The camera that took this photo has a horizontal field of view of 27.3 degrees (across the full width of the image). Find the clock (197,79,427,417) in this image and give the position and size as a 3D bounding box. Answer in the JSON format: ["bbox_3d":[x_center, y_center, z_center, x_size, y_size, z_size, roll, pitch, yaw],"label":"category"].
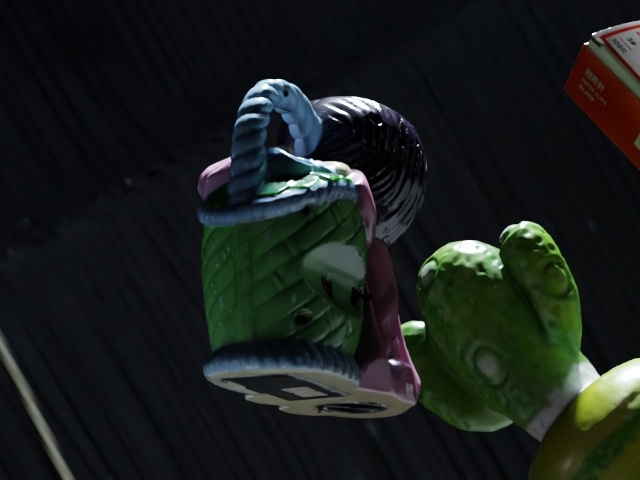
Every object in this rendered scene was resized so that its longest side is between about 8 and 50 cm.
[{"bbox_3d":[0.000,0.000,0.791,0.100,0.196,0.194,-6,-19,25],"label":"clock"}]

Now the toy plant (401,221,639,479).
[{"bbox_3d":[0.201,0.122,1.204,0.184,0.316,0.224,-16,-41,-47],"label":"toy plant"}]

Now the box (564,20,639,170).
[{"bbox_3d":[0.408,-0.177,1.610,0.133,0.182,0.099,-19,-32,-28],"label":"box"}]
